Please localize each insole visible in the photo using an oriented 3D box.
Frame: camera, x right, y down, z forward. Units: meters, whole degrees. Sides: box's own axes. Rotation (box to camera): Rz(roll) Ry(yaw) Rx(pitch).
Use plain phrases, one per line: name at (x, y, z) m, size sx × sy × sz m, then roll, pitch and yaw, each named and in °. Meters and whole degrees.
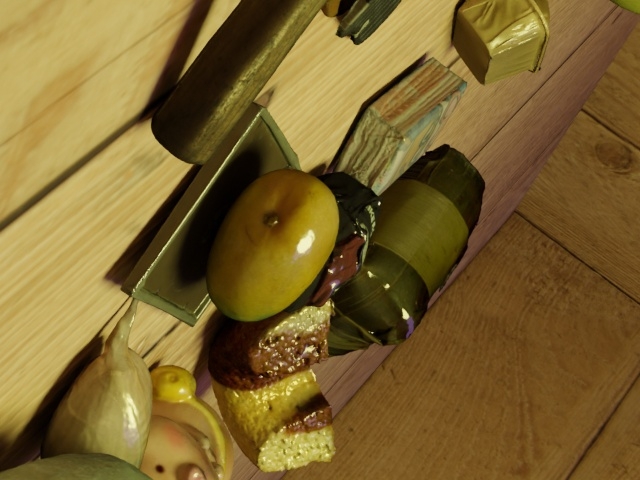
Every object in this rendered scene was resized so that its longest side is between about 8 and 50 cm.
insole at (0.050, -0.193, 1.118) m, size 0.110 × 0.012 × 0.309 m, roll -50°, pitch -179°, yaw 1°

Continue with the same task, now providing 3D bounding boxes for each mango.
mango at (-0.044, 0.008, 1.205) m, size 0.130 × 0.092 × 0.194 m, roll -54°, pitch 179°, yaw -15°

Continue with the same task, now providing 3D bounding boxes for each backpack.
backpack at (0.002, -0.003, 1.464) m, size 0.165 × 0.106 × 0.120 m, roll -38°, pitch 158°, yaw -46°

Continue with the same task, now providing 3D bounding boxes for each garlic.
garlic at (-0.188, 0.143, 1.226) m, size 0.198 × 0.090 × 0.128 m, roll 105°, pitch 0°, yaw -47°

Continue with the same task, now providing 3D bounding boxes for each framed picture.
framed picture at (-0.085, -0.014, 1.222) m, size 0.189 × 0.023 × 0.260 m, roll -56°, pitch 171°, yaw -3°

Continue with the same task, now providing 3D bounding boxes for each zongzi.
zongzi at (0.063, 0.031, 1.887) m, size 0.317 × 0.154 × 0.289 m, roll -33°, pitch -167°, yaw 52°

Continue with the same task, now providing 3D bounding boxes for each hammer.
hammer at (0.023, -0.196, 0.821) m, size 0.440 × 0.168 × 0.044 m, roll -49°, pitch 171°, yaw 36°

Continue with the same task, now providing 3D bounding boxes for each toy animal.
toy animal at (-0.160, 0.228, 1.416) m, size 0.149 × 0.165 × 0.248 m, roll -34°, pitch -175°, yaw 23°

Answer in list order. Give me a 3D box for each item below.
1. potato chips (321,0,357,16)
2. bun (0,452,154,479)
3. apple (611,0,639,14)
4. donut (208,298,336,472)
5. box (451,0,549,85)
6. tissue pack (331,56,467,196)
potato chips at (0.055, -0.240, 1.015) m, size 0.201 × 0.049 × 0.150 m, roll -48°, pitch -179°, yaw -23°
bun at (-0.237, 0.345, 1.122) m, size 0.362 × 0.211 × 0.362 m, roll -34°, pitch 152°, yaw -21°
apple at (0.376, -0.368, 1.471) m, size 0.279 × 0.279 × 0.279 m, roll -50°, pitch 170°, yaw -12°
donut at (-0.067, 0.142, 1.613) m, size 0.112 × 0.151 × 0.295 m, roll -28°, pitch 140°, yaw -28°
box at (0.212, -0.244, 1.600) m, size 0.111 × 0.111 × 0.177 m, roll -51°, pitch 171°, yaw -7°
tissue pack at (0.086, -0.122, 1.555) m, size 0.155 × 0.065 × 0.115 m, roll -44°, pitch 169°, yaw -46°
